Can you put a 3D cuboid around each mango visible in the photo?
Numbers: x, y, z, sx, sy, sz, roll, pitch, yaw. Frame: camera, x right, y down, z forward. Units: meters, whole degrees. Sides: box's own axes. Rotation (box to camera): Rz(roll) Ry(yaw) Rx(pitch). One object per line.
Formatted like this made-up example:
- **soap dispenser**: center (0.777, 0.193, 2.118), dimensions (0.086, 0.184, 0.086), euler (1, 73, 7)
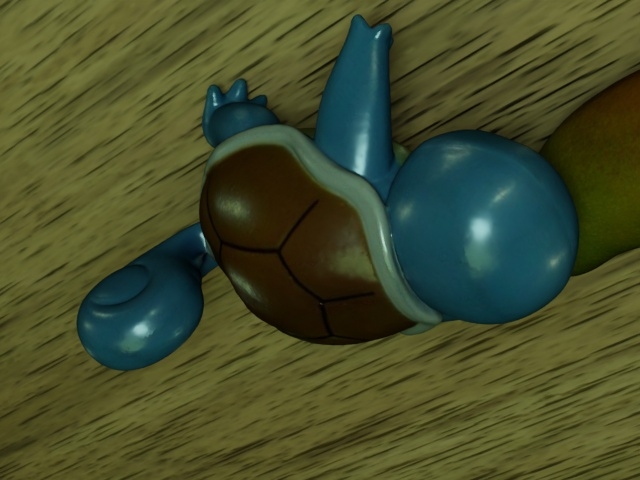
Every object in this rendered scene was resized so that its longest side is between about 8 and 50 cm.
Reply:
- **mango**: center (0.260, -0.061, 1.003), dimensions (0.289, 0.129, 0.146), euler (-22, 137, 40)

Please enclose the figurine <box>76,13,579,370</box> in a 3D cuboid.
- **figurine**: center (0.004, -0.018, 1.062), dimensions (0.416, 0.243, 0.298), euler (-12, 116, 24)
